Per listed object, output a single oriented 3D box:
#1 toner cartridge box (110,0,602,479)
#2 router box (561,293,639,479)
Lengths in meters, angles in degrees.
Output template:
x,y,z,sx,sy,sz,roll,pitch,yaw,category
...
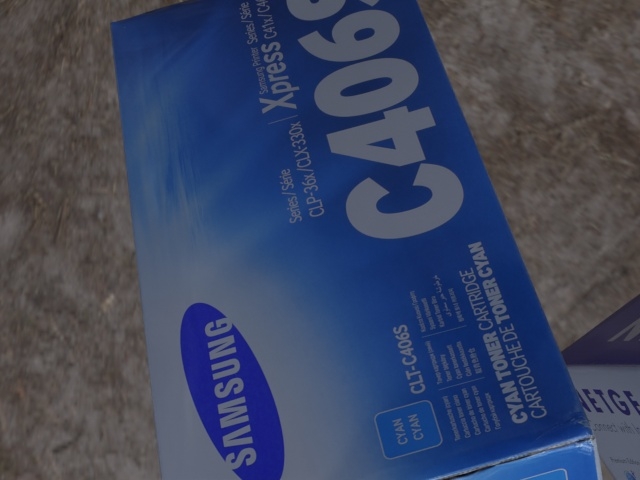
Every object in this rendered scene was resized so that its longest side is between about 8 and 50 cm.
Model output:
x,y,z,sx,sy,sz,roll,pitch,yaw,category
0.000,0.000,0.643,0.165,0.348,0.075,-17,134,2,toner cartridge box
0.267,0.157,0.610,0.082,0.335,0.301,-34,92,-13,router box
